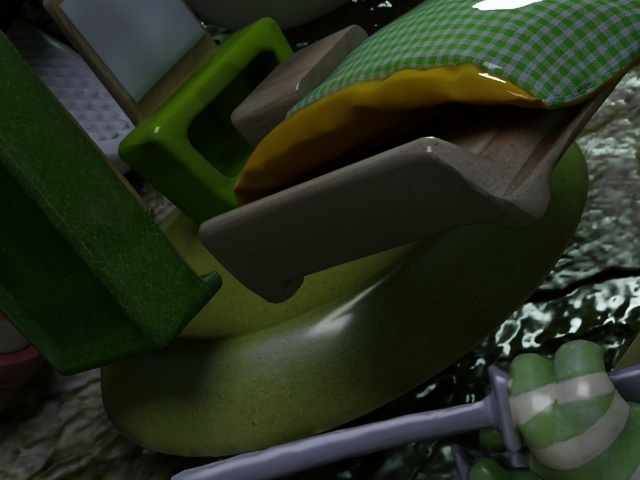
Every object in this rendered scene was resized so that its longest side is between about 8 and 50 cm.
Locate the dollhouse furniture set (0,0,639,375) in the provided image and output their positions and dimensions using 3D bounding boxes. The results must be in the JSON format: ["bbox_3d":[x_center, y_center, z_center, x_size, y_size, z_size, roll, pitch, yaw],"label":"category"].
[{"bbox_3d":[-0.016,-0.086,0.683,0.301,0.151,0.197,-19,25,51],"label":"dollhouse furniture set"}]

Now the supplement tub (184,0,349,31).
[{"bbox_3d":[-0.086,-0.295,0.974,0.241,0.241,0.331,-41,69,-20],"label":"supplement tub"}]

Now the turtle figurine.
[{"bbox_3d":[0.092,0.044,0.612,0.275,0.198,0.266,19,69,34],"label":"turtle figurine"}]

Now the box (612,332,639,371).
[{"bbox_3d":[0.226,0.047,0.700,0.201,0.021,0.164,17,55,38],"label":"box"}]

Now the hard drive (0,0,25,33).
[{"bbox_3d":[-0.269,-0.164,0.941,0.237,0.064,0.339,17,27,-5],"label":"hard drive"}]

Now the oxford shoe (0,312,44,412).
[{"bbox_3d":[-0.289,0.038,0.913,0.348,0.130,0.123,19,14,26],"label":"oxford shoe"}]

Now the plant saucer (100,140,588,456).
[{"bbox_3d":[0.000,0.000,0.801,0.241,0.037,0.241,-23,26,12],"label":"plant saucer"}]

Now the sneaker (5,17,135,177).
[{"bbox_3d":[-0.247,-0.075,0.996,0.321,0.127,0.126,26,27,16],"label":"sneaker"}]
